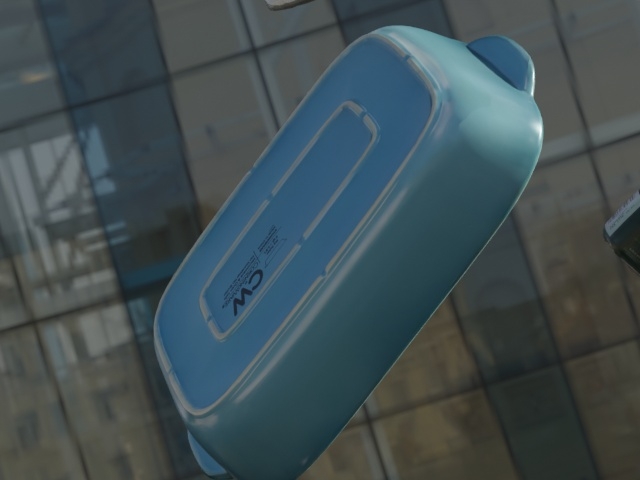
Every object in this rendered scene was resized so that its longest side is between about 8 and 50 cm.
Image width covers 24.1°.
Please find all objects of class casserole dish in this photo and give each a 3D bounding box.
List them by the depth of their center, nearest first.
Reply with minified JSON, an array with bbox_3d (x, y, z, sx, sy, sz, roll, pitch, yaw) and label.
[{"bbox_3d":[0.000,0.000,0.521,0.037,0.114,0.188,30,-77,-30],"label":"casserole dish"}]

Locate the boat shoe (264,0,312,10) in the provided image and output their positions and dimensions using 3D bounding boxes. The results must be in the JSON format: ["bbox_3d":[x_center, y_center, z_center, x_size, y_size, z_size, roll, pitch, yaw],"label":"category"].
[{"bbox_3d":[0.055,-0.214,0.828,0.118,0.103,0.320,-29,10,-31],"label":"boat shoe"}]

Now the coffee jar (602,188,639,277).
[{"bbox_3d":[0.295,-0.043,1.074,0.184,0.096,0.079,-50,-3,17],"label":"coffee jar"}]
